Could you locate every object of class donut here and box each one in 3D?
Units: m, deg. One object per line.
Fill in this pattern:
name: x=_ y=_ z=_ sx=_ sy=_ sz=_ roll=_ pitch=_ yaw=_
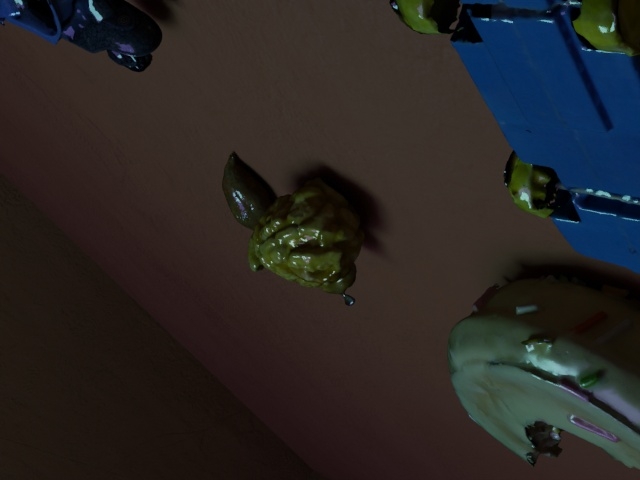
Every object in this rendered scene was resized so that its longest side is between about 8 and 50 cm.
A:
donut: x=0.303 y=0.166 z=1.122 sx=0.307 sy=0.150 sz=0.371 roll=45 pitch=159 yaw=-22

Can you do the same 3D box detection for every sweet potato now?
sweet potato: x=-0.092 y=-0.038 z=1.461 sx=0.068 sy=0.068 sz=0.226 roll=17 pitch=154 yaw=45

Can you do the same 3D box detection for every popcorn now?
popcorn: x=-0.017 y=-0.007 z=1.306 sx=0.163 sy=0.140 sz=0.194 roll=21 pitch=168 yaw=17

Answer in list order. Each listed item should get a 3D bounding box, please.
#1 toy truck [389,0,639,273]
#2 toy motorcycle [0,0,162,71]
toy truck: x=0.184 y=-0.127 z=0.613 sx=0.161 sy=0.162 sz=0.385 roll=16 pitch=154 yaw=45
toy motorcycle: x=-0.336 y=-0.324 z=1.110 sx=0.358 sy=0.125 sz=0.213 roll=31 pitch=159 yaw=14
